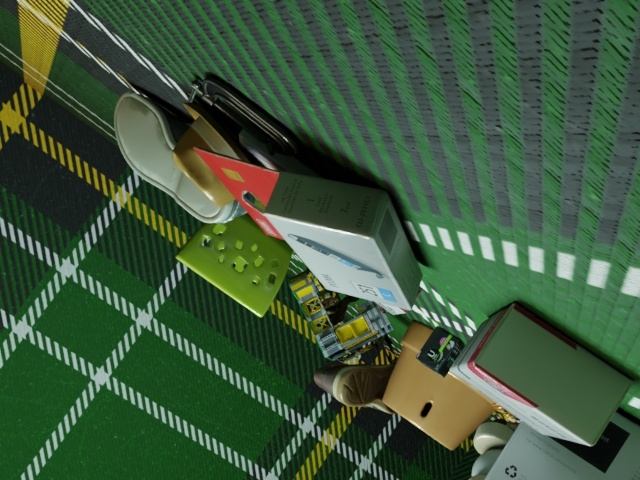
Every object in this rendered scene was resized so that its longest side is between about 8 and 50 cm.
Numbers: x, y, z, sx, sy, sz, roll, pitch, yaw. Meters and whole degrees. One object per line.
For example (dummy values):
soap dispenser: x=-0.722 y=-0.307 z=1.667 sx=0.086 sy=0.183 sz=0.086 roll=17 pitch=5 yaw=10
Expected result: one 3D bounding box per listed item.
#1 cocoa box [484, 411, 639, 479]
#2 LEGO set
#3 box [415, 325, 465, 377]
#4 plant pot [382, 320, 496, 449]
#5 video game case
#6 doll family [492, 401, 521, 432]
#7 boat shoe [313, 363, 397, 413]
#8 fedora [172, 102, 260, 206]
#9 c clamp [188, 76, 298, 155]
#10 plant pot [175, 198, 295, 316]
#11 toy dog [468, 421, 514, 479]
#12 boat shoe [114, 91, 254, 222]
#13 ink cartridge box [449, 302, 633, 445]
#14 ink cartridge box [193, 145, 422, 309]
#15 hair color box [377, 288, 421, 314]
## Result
cocoa box: x=0.460 y=0.411 z=1.179 sx=0.347 sy=0.231 sz=0.228 roll=32 pitch=173 yaw=27
LEGO set: x=0.078 y=0.162 z=1.818 sx=0.254 sy=0.192 sz=0.331 roll=64 pitch=-175 yaw=27
box: x=0.255 y=0.237 z=1.607 sx=0.062 sy=0.083 sz=0.052 roll=30 pitch=173 yaw=35
plant pot: x=0.283 y=0.354 z=1.787 sx=0.291 sy=0.203 sz=0.291 roll=35 pitch=174 yaw=4
video game case: x=-0.028 y=-0.079 z=1.070 sx=0.201 sy=0.023 sz=0.183 roll=36 pitch=173 yaw=-2
doll family: x=0.449 y=0.377 z=1.582 sx=0.163 sy=0.118 sz=0.263 roll=8 pitch=162 yaw=37
boat shoe: x=0.110 y=0.355 z=1.870 sx=0.123 sy=0.123 sz=0.342 roll=9 pitch=176 yaw=38
fedora: x=-0.157 y=-0.109 z=1.099 sx=0.194 sy=0.079 sz=0.194 roll=48 pitch=172 yaw=9
c clamp: x=-0.094 y=-0.151 z=0.926 sx=0.161 sy=0.022 sz=0.137 roll=37 pitch=168 yaw=-3
plant pot: x=-0.167 y=0.022 z=1.669 sx=0.227 sy=0.207 sz=0.228 roll=37 pitch=174 yaw=-6
toy dog: x=0.414 y=0.488 z=1.418 sx=0.334 sy=0.220 sz=0.161 roll=34 pitch=146 yaw=28
boat shoe: x=-0.234 y=-0.141 z=1.283 sx=0.319 sy=0.116 sz=0.099 roll=42 pitch=-154 yaw=25
ink cartridge box: x=0.283 y=0.182 z=1.019 sx=0.172 sy=0.100 sz=0.237 roll=34 pitch=172 yaw=9
ink cartridge box: x=-0.014 y=-0.006 z=1.004 sx=0.261 sy=0.066 sz=0.296 roll=14 pitch=163 yaw=21
hair color box: x=0.121 y=0.089 z=1.384 sx=0.093 sy=0.053 sz=0.167 roll=36 pitch=172 yaw=3
